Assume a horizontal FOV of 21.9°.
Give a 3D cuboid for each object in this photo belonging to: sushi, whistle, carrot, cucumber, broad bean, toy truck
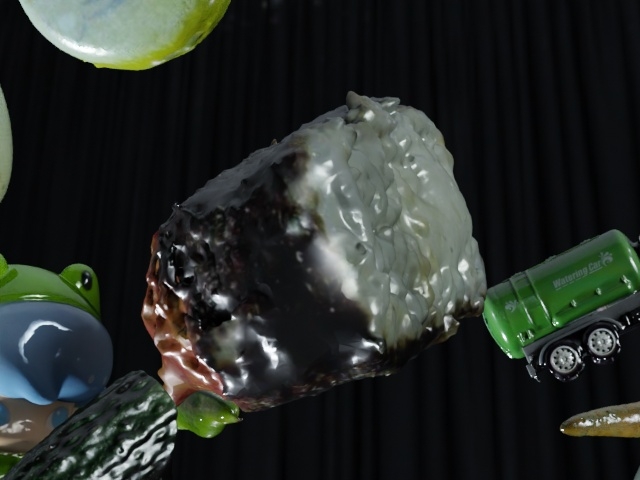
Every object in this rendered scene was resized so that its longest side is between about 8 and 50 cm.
[{"bbox_3d":[0.000,0.000,1.170,0.182,0.196,0.343,-11,-174,19],"label":"sushi"},{"bbox_3d":[-0.112,-0.168,0.747,0.104,0.198,0.057,-35,173,15],"label":"whistle"},{"bbox_3d":[0.279,0.127,1.216,0.254,0.049,0.049,-3,154,-30],"label":"carrot"},{"bbox_3d":[-0.167,0.170,0.884,0.074,0.241,0.074,34,149,24],"label":"cucumber"},{"bbox_3d":[-0.135,0.167,1.600,0.046,0.061,0.195,18,151,-37],"label":"broad bean"},{"bbox_3d":[0.291,0.059,1.690,0.242,0.125,0.101,-25,169,6],"label":"toy truck"}]

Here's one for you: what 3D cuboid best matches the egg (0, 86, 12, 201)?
[{"bbox_3d":[-0.381,-0.118,1.400,0.295,0.218,0.218,36,153,17],"label":"egg"}]

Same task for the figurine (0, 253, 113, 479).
[{"bbox_3d":[-0.253,0.142,1.320,0.162,0.263,0.143,10,-176,-29],"label":"figurine"}]

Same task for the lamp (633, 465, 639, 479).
[{"bbox_3d":[0.208,0.171,0.798,0.244,0.198,0.197,-36,134,24],"label":"lamp"}]
